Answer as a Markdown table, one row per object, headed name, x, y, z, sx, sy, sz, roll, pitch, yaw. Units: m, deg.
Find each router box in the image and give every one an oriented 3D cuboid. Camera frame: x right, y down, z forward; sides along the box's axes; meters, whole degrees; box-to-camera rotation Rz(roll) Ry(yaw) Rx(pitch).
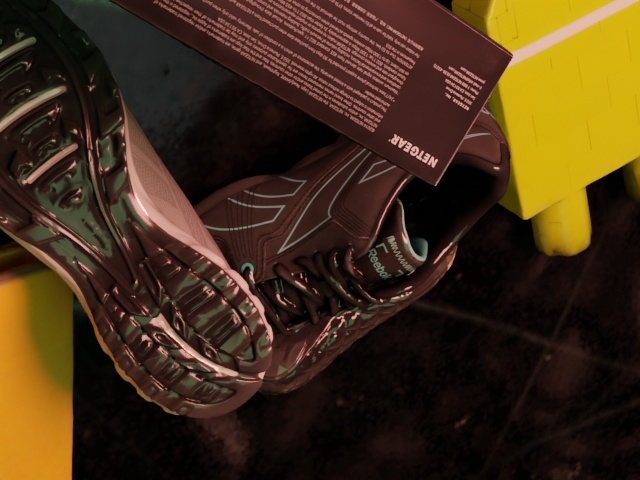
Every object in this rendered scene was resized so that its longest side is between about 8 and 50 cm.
| name | x | y | z | sx | sy | sz | roll | pitch | yaw |
| --- | --- | --- | --- | --- | --- | --- | --- | --- | --- |
| router box | -0.089 | -0.157 | 0.797 | 0.309 | 0.243 | 0.081 | 28 | 96 | -37 |

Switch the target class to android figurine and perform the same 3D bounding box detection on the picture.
| name | x | y | z | sx | sy | sz | roll | pitch | yaw |
| --- | --- | --- | --- | --- | --- | --- | --- | --- | --- |
| android figurine | 0.174 | -0.127 | 1.092 | 0.248 | 0.056 | 0.273 | -29 | 125 | -17 |

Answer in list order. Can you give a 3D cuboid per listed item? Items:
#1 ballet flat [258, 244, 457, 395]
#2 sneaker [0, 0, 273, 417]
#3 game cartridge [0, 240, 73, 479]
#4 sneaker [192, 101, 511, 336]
| name | x | y | z | sx | sy | sz | roll | pitch | yaw |
| --- | --- | --- | --- | --- | --- | --- | --- | --- | --- |
| ballet flat | 0.018 | 0.041 | 1.090 | 0.173 | 0.057 | 0.049 | -35 | 167 | -12 |
| sneaker | -0.128 | -0.023 | 0.918 | 0.100 | 0.108 | 0.272 | -32 | 102 | -2 |
| game cartridge | -0.260 | 0.186 | 0.923 | 0.285 | 0.052 | 0.324 | -21 | 126 | -46 |
| sneaker | 0.000 | 0.000 | 0.996 | 0.267 | 0.106 | 0.101 | -38 | 125 | 5 |
